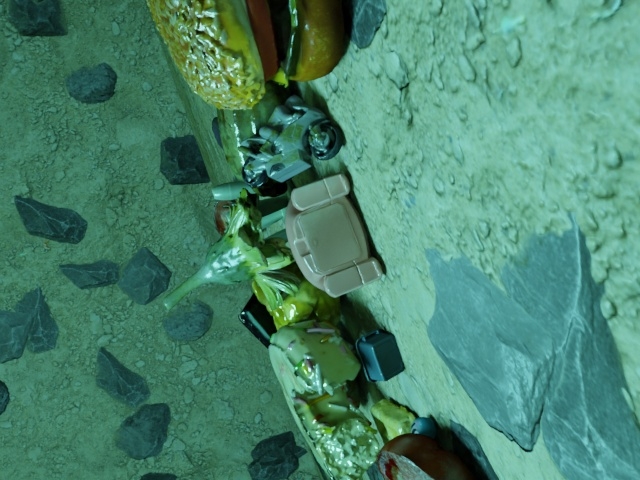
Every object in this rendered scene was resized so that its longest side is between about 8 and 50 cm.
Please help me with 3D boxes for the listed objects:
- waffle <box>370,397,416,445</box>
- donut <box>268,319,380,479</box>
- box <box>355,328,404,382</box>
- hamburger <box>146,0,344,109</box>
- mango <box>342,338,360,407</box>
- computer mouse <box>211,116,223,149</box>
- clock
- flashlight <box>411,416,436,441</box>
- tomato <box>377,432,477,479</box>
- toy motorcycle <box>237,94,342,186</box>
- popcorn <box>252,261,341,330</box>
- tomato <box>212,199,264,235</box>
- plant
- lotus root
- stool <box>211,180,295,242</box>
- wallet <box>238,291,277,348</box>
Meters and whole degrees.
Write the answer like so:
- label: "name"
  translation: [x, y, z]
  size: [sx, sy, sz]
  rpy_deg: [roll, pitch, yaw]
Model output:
- label: "waffle"
  translation: [0.198, 0.489, 1.247]
  size: [0.168, 0.057, 0.273]
  rpy_deg: [177, 73, -75]
- label: "donut"
  translation: [0.007, 0.335, 1.274]
  size: [0.307, 0.150, 0.370]
  rpy_deg: [36, 145, 56]
- label: "box"
  translation: [0.123, 0.233, 1.146]
  size: [0.054, 0.074, 0.099]
  rpy_deg: [-6, 105, 65]
- label: "hamburger"
  translation: [-0.125, -0.364, 0.844]
  size: [0.330, 0.250, 0.329]
  rpy_deg: [160, 90, -77]
- label: "mango"
  translation: [0.028, 0.363, 1.540]
  size: [0.192, 0.146, 0.316]
  rpy_deg: [-118, 6, -60]
- label: "computer mouse"
  translation: [-0.321, -0.353, 1.994]
  size: [0.232, 0.057, 0.120]
  rpy_deg: [48, 155, 49]
- label: "clock"
  translation: [0.000, 0.000, 1.135]
  size: [0.241, 0.143, 0.227]
  rpy_deg: [164, 86, -80]
- label: "flashlight"
  translation: [0.207, 0.393, 1.110]
  size: [0.051, 0.051, 0.129]
  rpy_deg: [51, 162, 52]
- label: "tomato"
  translation: [0.208, 0.433, 1.019]
  size: [0.225, 0.085, 0.224]
  rpy_deg: [33, 145, 28]
- label: "toy motorcycle"
  translation: [-0.062, -0.192, 1.060]
  size: [0.073, 0.225, 0.152]
  rpy_deg: [20, -122, -55]
- label: "popcorn"
  translation: [-0.049, 0.132, 1.427]
  size: [0.190, 0.191, 0.253]
  rpy_deg: [28, -150, -50]
- label: "tomato"
  translation: [-0.278, -0.074, 2.066]
  size: [0.155, 0.181, 0.214]
  rpy_deg: [40, 160, 28]
- label: "plant"
  translation: [-0.194, 0.019, 1.264]
  size: [0.305, 0.297, 0.261]
  rpy_deg: [71, -167, -60]
- label: "lotus root"
  translation: [-0.124, -0.246, 1.178]
  size: [0.173, 0.173, 0.309]
  rpy_deg: [-132, 31, -56]
- label: "stool"
  translation: [-0.161, -0.068, 1.514]
  size: [0.195, 0.199, 0.195]
  rpy_deg: [-126, 23, -50]
- label: "wallet"
  translation: [-0.108, 0.171, 1.550]
  size: [0.172, 0.045, 0.318]
  rpy_deg: [48, -152, -12]
